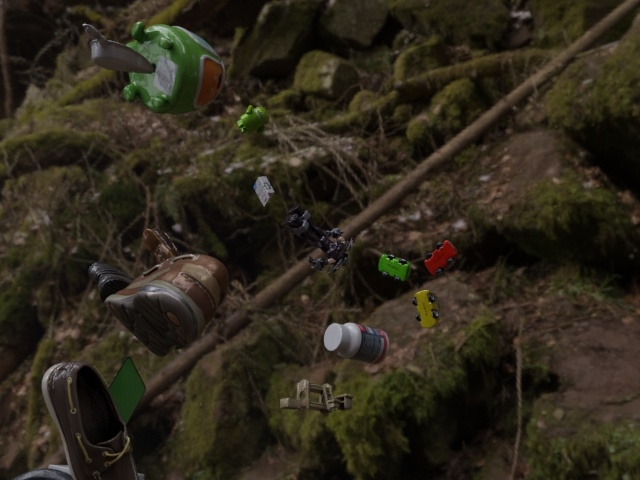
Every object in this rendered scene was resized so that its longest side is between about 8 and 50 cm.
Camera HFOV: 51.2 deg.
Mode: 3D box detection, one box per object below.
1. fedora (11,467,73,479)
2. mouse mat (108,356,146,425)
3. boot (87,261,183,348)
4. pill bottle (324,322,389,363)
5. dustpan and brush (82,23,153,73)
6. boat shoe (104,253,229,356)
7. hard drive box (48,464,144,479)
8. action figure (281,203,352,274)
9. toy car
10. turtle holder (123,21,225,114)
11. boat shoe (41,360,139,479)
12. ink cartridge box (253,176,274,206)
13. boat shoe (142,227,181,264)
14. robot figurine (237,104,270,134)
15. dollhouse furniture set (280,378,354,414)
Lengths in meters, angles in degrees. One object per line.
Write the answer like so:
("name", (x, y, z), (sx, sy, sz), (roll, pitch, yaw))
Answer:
("fedora", (-0.634, 0.696, 1.556), (0.334, 0.333, 0.152), (-19, -14, 5))
("mouse mat", (-0.555, 0.441, 1.870), (0.007, 0.152, 0.189), (0, 38, 17))
("boot", (-0.536, 0.183, 2.022), (0.118, 0.338, 0.223), (-49, 28, -7))
("pill bottle", (0.105, 0.300, 1.967), (0.180, 0.107, 0.108), (18, -17, -36))
("dustpan and brush", (-0.505, -0.457, 1.591), (0.147, 0.060, 0.211), (8, 2, 14))
("boat shoe", (-0.217, 0.089, 0.967), (0.116, 0.123, 0.324), (-48, 18, -27))
("hard drive box", (-0.668, 0.720, 1.968), (0.232, 0.089, 0.181), (-8, -20, 37))
("action figure", (0.000, 0.000, 2.284), (0.099, 0.285, 0.185), (-33, 21, 42))
("toy car", (0.255, 0.090, 1.780), (0.225, 0.238, 0.053), (24, 16, 40))
("turtle holder", (-0.418, -0.469, 1.870), (0.320, 0.243, 0.227), (-1, 5, 42))
("boat shoe", (-0.430, 0.384, 1.298), (0.097, 0.324, 0.117), (-17, 7, 37))
("ink cartridge box", (-0.167, -0.147, 2.014), (0.028, 0.083, 0.048), (-8, -34, -35))
("boat shoe", (-0.449, 0.042, 1.977), (0.073, 0.207, 0.073), (-47, -29, 24))
("robot figurine", (-0.227, -0.413, 2.284), (0.115, 0.101, 0.067), (-29, 36, 3))
("dollhouse furniture set", (-0.011, 0.500, 2.187), (0.182, 0.101, 0.161), (21, -31, -39))
